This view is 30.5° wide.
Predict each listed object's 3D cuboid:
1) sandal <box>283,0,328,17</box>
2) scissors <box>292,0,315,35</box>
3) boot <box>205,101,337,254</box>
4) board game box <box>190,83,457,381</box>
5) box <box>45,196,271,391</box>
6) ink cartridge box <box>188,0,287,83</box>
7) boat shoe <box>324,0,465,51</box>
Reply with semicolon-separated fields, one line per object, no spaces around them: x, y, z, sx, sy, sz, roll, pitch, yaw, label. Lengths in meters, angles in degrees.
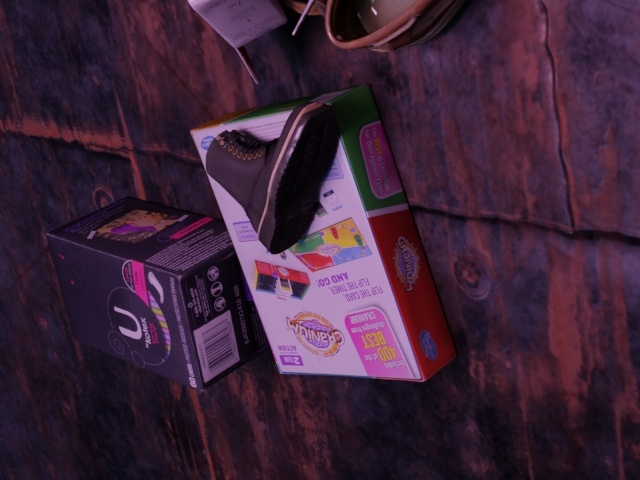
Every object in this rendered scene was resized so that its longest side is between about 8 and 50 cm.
-0.016;-0.243;1.104;0.049;0.180;0.072;-16;75;17;sandal
0.055;-0.300;0.941;0.021;0.297;0.109;33;161;-27;scissors
-0.064;-0.094;1.218;0.137;0.077;0.198;46;138;23;boot
0.000;0.000;1.313;0.242;0.064;0.316;-3;111;47;board game box
-0.203;0.061;1.502;0.270;0.143;0.165;14;122;42;box
-0.119;-0.322;1.132;0.066;0.261;0.296;-26;79;7;ink cartridge box
0.103;-0.269;0.995;0.122;0.120;0.324;48;139;13;boat shoe
